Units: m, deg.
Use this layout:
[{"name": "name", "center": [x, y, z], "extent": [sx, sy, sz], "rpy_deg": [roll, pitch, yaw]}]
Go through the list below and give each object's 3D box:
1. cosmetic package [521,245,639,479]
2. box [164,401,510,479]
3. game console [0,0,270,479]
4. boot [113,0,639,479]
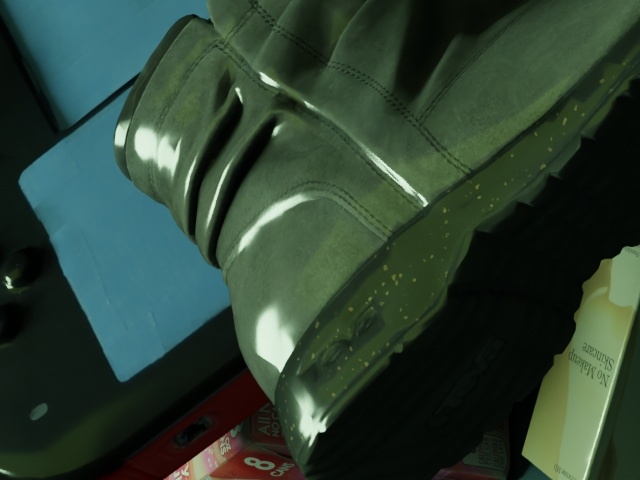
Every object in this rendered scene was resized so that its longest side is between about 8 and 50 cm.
[{"name": "cosmetic package", "center": [0.127, 0.048, 0.739], "extent": [0.060, 0.041, 0.115], "rpy_deg": [-148, 70, -67]}, {"name": "box", "center": [0.000, 0.000, 0.943], "extent": [0.154, 0.142, 0.299], "rpy_deg": [138, 138, -55]}, {"name": "game console", "center": [-0.049, -0.090, 0.857], "extent": [0.387, 0.060, 0.342], "rpy_deg": [-37, 56, 5]}, {"name": "boot", "center": [0.061, -0.087, 0.670], "extent": [0.338, 0.118, 0.222], "rpy_deg": [-42, 52, 14]}]
